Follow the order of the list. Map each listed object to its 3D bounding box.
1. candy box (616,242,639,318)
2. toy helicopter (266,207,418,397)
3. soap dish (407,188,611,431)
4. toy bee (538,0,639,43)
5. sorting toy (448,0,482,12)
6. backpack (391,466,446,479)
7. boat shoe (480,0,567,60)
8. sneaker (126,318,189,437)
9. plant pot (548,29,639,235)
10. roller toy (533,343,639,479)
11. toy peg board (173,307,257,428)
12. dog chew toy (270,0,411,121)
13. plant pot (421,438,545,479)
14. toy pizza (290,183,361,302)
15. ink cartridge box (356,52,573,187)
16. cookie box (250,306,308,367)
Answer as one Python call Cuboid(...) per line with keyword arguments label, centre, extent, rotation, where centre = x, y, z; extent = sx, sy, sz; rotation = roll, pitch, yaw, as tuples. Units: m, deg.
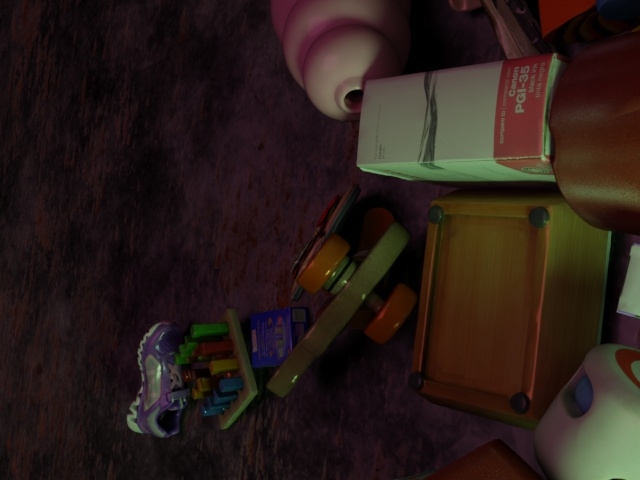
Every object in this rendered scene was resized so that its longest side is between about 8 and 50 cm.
Cuboid(label="candy box", centre=(0.400, 0.058, 0.807), extent=(0.165, 0.196, 0.070), rotation=(17, 97, 49))
Cuboid(label="toy helicopter", centre=(0.020, 0.099, 1.260), extent=(0.140, 0.235, 0.355), rotation=(36, 128, 0))
Cuboid(label="soap dish", centre=(0.222, 0.078, 1.069), extent=(0.229, 0.118, 0.290), rotation=(6, 89, 49))
Cuboid(label="toy bee", centre=(0.374, -0.285, 0.955), extent=(0.298, 0.162, 0.195), rotation=(-151, 64, -73))
Cuboid(label="sorting toy", centre=(0.262, -0.418, 1.172), extent=(0.208, 0.038, 0.193), rotation=(-9, 77, 43))
Cuboid(label="backpack", centre=(0.132, 0.383, 1.086), extent=(0.144, 0.166, 0.188), rotation=(-56, 49, 40))
Cuboid(label="boat shoe", centre=(0.245, -0.305, 1.116), extent=(0.073, 0.080, 0.223), rotation=(-24, 89, 24))
Cuboid(label="sneaker", centre=(-0.287, 0.267, 1.652), extent=(0.105, 0.095, 0.236), rotation=(22, 105, 42))
Cuboid(label="plant pot", centre=(0.380, -0.104, 0.824), extent=(0.265, 0.272, 0.272), rotation=(6, 88, 56))
Cuboid(label="roller toy", centre=(0.326, 0.200, 0.873), extent=(0.209, 0.191, 0.146), rotation=(47, 117, 43))
Cuboid(label="toy peg board", centre=(-0.189, 0.225, 1.519), extent=(0.161, 0.079, 0.160), rotation=(-54, 46, 49))
Cuboid(label="dog chew toy", centre=(0.036, -0.286, 1.231), extent=(0.206, 0.207, 0.331), rotation=(-49, 29, 32))
Cuboid(label="plant pot", centre=(0.164, 0.352, 0.880), extent=(0.267, 0.267, 0.235), rotation=(-31, 66, 2))
Cuboid(label="toy pizza", centre=(0.000, 0.000, 1.303), extent=(0.032, 0.201, 0.201), rotation=(30, 112, 2))
Cuboid(label="ink cartridge box", centre=(0.210, -0.130, 1.047), extent=(0.283, 0.207, 0.117), rotation=(4, 88, 49))
Cuboid(label="cookie box", centre=(-0.068, 0.159, 1.447), extent=(0.107, 0.040, 0.091), rotation=(-14, 75, 47))
